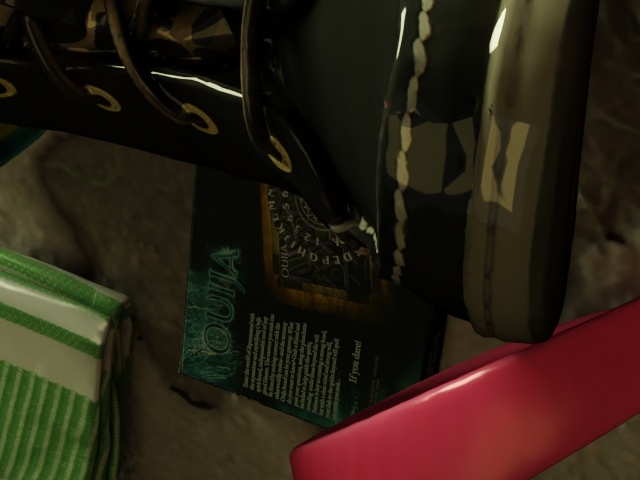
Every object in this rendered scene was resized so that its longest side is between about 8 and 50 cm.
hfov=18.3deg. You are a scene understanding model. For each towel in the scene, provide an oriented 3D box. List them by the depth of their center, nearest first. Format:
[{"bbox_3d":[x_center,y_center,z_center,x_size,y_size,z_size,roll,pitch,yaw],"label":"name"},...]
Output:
[{"bbox_3d":[-0.214,0.128,1.085,0.248,0.038,0.325,21,125,19],"label":"towel"}]

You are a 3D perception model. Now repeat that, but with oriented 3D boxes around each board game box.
[{"bbox_3d":[0.000,0.000,0.903,0.126,0.026,0.186,19,123,19],"label":"board game box"}]

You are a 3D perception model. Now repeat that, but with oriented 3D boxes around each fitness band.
[{"bbox_3d":[0.104,0.045,0.712,0.209,0.291,0.054,-23,86,22],"label":"fitness band"}]

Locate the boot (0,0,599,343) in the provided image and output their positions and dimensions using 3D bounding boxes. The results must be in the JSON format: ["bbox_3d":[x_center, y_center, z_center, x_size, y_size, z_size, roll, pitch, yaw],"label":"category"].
[{"bbox_3d":[-0.065,-0.075,0.638,0.284,0.377,0.138,6,109,-4],"label":"boot"}]

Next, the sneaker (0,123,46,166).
[{"bbox_3d":[-0.219,-0.130,0.893,0.319,0.127,0.208,3,115,28],"label":"sneaker"}]
